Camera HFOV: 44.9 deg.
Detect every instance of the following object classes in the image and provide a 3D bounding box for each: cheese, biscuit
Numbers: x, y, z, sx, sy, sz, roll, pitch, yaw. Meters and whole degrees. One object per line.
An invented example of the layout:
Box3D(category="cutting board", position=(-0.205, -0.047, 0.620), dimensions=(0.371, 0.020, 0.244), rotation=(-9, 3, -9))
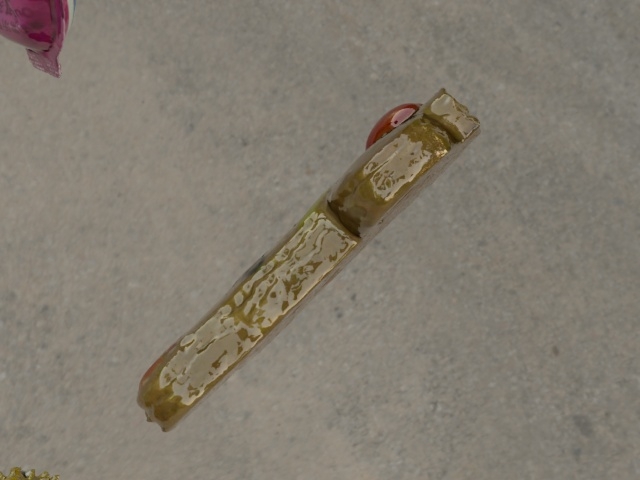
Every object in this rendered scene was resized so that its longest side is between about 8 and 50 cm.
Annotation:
Box3D(category="cheese", position=(-0.140, -0.141, 0.332), dimensions=(0.038, 0.145, 0.095), rotation=(-30, 38, -31))
Box3D(category="biscuit", position=(0.000, 0.000, 0.786), dimensions=(0.076, 0.394, 0.368), rotation=(45, 17, 3))

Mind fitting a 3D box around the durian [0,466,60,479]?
Box3D(category="durian", position=(-0.265, 0.273, 0.661), dimensions=(0.183, 0.249, 0.138), rotation=(12, 54, -45))
